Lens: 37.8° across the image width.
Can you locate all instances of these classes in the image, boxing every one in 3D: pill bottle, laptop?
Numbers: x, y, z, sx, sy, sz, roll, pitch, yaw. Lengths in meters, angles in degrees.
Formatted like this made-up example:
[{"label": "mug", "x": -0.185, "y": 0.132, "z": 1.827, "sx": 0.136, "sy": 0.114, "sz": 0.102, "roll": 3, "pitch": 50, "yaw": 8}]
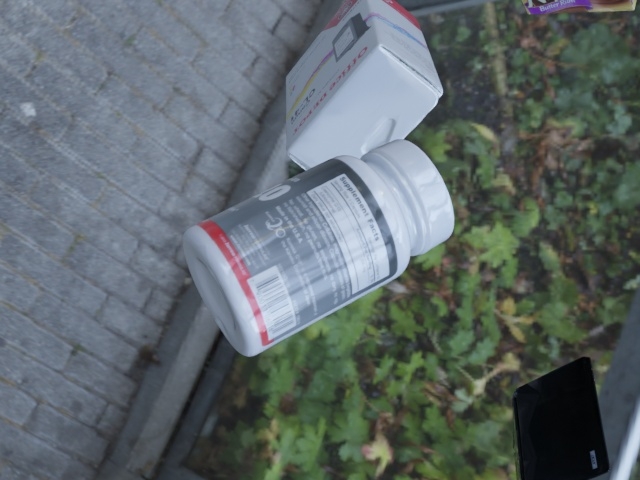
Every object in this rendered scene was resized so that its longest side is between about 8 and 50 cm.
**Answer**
[{"label": "pill bottle", "x": 0.000, "y": 0.000, "z": 1.078, "sx": 0.283, "sy": 0.161, "sz": 0.161, "roll": -27, "pitch": 108, "yaw": -18}, {"label": "laptop", "x": 0.409, "y": 0.373, "z": 1.621, "sx": 0.234, "sy": 0.136, "sz": 0.264, "roll": -84, "pitch": 167, "yaw": -46}]

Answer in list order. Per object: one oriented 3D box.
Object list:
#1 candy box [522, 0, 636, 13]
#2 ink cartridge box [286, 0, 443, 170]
[{"label": "candy box", "x": 0.421, "y": -0.430, "z": 1.552, "sx": 0.109, "sy": 0.186, "sz": 0.053, "roll": 40, "pitch": 62, "yaw": -53}, {"label": "ink cartridge box", "x": 0.057, "y": -0.246, "z": 1.465, "sx": 0.131, "sy": 0.306, "sz": 0.226, "roll": 34, "pitch": 114, "yaw": -19}]
